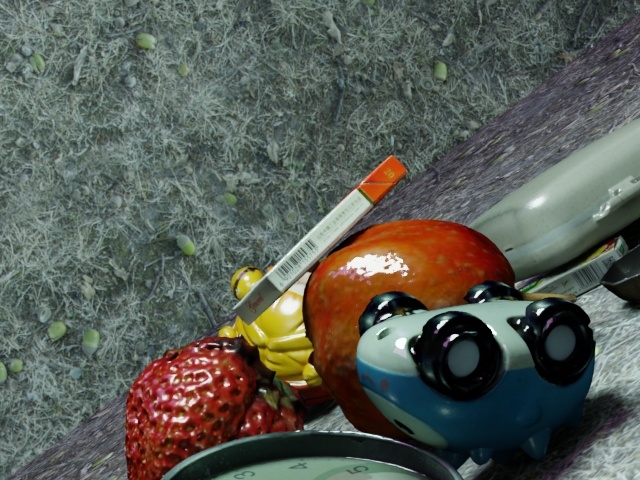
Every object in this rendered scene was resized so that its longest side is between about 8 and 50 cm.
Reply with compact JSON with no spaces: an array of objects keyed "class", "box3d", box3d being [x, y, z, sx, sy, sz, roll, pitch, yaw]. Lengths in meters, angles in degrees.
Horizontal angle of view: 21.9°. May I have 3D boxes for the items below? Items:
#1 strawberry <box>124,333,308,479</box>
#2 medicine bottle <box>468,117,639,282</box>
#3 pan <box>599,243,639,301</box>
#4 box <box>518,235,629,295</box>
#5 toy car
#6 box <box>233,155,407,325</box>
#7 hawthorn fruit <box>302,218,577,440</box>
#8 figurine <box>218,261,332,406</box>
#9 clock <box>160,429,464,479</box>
[{"class":"strawberry","box3d":[-0.163,0.275,2.216,0.238,0.250,0.288,-10,50,57]},{"class":"medicine bottle","box3d":[0.392,-0.071,2.328,0.375,0.123,0.282,-32,0,-23]},{"class":"pan","box3d":[0.413,0.034,1.962,0.128,0.048,0.202,-36,6,-5]},{"class":"box","box3d":[0.320,0.062,2.214,0.207,0.041,0.050,-31,11,24]},{"class":"toy car","box3d":[0.164,0.148,1.730,0.255,0.190,0.188,-5,10,-25]},{"class":"box","box3d":[0.000,0.000,2.030,0.245,0.035,0.139,-45,-1,-27]},{"class":"hawthorn fruit","box3d":[0.145,0.099,1.993,0.330,0.287,0.287,-12,11,8]},{"class":"figurine","box3d":[-0.013,0.141,2.536,0.320,0.196,0.323,18,24,27]},{"class":"clock","box3d":[-0.011,0.270,1.605,0.319,0.066,0.319,-2,16,1]}]
